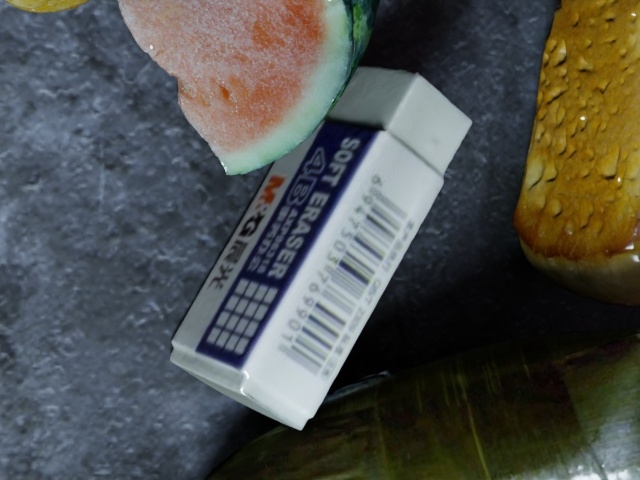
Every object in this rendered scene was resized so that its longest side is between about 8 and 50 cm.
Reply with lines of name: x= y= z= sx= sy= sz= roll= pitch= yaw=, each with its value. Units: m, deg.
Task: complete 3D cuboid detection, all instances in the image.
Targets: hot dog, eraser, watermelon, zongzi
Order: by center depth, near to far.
watermelon: x=-0.040 y=-0.143 z=1.209 sx=0.202 sy=0.207 sz=0.136 roll=-10 pitch=76 yaw=-14
eraser: x=0.000 y=0.000 z=1.267 sx=0.081 sy=0.124 sz=0.279 roll=36 pitch=79 yaw=-32
zongzi: x=0.115 y=0.198 z=1.367 sx=0.403 sy=0.432 sz=0.208 roll=-16 pitch=86 yaw=7
hot dog: x=0.321 y=-0.140 z=1.410 sx=0.223 sy=0.185 sz=0.405 roll=8 pitch=93 yaw=-31

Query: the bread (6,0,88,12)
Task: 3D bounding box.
bread: x=-0.163 y=-0.326 z=1.142 sx=0.124 sy=0.084 sz=0.344 roll=16 pitch=88 yaw=-55
